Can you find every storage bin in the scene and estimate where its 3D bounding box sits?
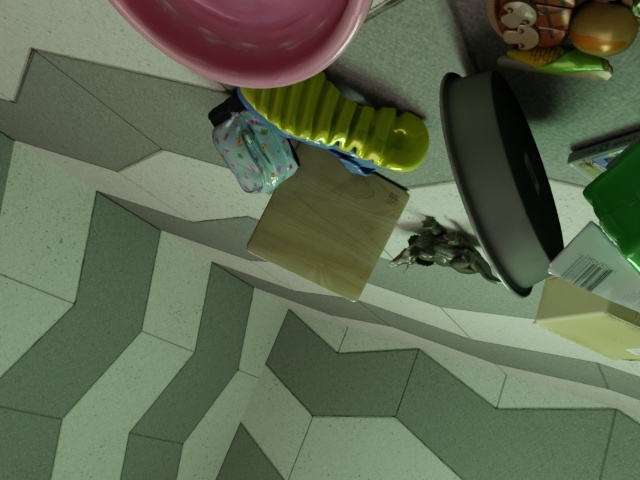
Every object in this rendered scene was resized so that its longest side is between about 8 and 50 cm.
[{"bbox_3d":[0.642,0.160,1.093,0.261,0.123,0.262,24,164,-3],"label":"storage bin"}]

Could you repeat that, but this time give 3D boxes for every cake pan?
[{"bbox_3d":[0.232,-0.077,0.633,0.054,0.293,0.293,-18,142,31],"label":"cake pan"}]

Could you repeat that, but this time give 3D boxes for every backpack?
[{"bbox_3d":[-0.125,-0.180,0.961,0.181,0.115,0.152,60,156,-16],"label":"backpack"}]

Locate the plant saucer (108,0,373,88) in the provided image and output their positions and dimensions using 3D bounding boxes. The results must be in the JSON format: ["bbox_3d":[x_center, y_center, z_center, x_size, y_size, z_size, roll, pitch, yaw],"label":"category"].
[{"bbox_3d":[-0.095,-0.310,0.503,0.333,0.084,0.332,15,145,11],"label":"plant saucer"}]

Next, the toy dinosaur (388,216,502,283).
[{"bbox_3d":[0.304,0.027,1.200,0.314,0.120,0.160,8,171,30],"label":"toy dinosaur"}]

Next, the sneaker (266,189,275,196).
[{"bbox_3d":[-0.130,-0.136,1.361,0.037,0.031,0.083,28,163,-20],"label":"sneaker"}]

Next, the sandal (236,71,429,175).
[{"bbox_3d":[0.009,-0.187,0.841,0.318,0.126,0.138,27,168,-10],"label":"sandal"}]

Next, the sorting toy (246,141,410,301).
[{"bbox_3d":[0.012,-0.042,1.091,0.257,0.255,0.089,27,180,-13],"label":"sorting toy"}]

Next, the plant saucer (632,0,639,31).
[{"bbox_3d":[0.262,-0.244,0.424,0.189,0.045,0.188,21,164,8],"label":"plant saucer"}]

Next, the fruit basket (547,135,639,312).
[{"bbox_3d":[0.470,-0.025,0.536,0.353,0.165,0.327,17,130,-25],"label":"fruit basket"}]

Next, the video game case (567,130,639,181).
[{"bbox_3d":[0.483,-0.083,0.692,0.213,0.023,0.193,27,164,-19],"label":"video game case"}]

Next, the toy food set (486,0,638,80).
[{"bbox_3d":[0.215,-0.202,0.467,0.133,0.038,0.192,16,163,24],"label":"toy food set"}]
